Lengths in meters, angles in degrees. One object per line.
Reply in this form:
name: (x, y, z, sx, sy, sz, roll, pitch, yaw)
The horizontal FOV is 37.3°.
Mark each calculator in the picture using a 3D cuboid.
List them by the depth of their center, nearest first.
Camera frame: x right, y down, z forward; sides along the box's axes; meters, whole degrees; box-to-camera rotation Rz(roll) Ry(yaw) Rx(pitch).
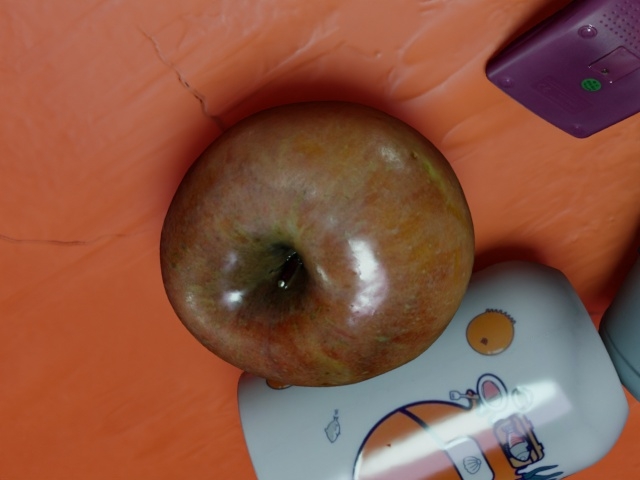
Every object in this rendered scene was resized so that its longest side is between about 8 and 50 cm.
calculator: (0.235, -0.147, 0.771, 0.126, 0.034, 0.190, 28, 148, -20)

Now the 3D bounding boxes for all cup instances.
cup: (0.109, 0.156, 0.892, 0.317, 0.212, 0.212, -25, 120, 6)

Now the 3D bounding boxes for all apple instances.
apple: (0.000, 0.000, 0.783, 0.253, 0.253, 0.254, -3, 121, -5)

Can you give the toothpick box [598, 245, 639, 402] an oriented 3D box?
toothpick box: (0.415, -0.007, 0.825, 0.263, 0.263, 0.355, 15, 117, -15)
